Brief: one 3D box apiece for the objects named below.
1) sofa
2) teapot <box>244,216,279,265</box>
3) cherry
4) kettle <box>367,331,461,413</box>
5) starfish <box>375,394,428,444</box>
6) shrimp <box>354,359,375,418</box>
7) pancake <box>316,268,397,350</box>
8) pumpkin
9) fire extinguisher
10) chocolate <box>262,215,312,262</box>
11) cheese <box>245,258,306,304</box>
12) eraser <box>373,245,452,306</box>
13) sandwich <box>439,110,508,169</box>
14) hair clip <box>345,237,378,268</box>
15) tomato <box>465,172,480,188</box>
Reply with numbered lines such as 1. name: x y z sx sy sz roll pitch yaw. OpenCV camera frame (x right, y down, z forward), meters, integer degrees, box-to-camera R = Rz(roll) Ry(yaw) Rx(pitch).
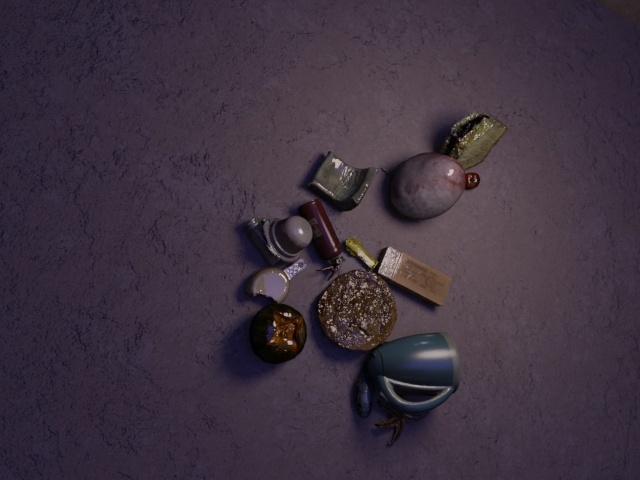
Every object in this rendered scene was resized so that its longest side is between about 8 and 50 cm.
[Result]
1. sofa: 0.092 -0.263 1.873 0.226 0.176 0.210 36 72 -9
2. teapot: -0.216 -0.006 1.782 0.107 0.077 0.200 -39 93 -40
3. cherry: 0.468 -0.240 1.924 0.327 0.335 0.291 -36 109 3
4. kettle: 0.368 0.534 1.759 0.343 0.246 0.319 -1 42 -10
5. starfish: 0.335 0.743 1.826 0.238 0.057 0.212 3 87 -13
6. shrimp: 0.186 0.610 1.796 0.090 0.079 0.232 10 73 -20
7. pancake: 0.157 0.292 1.821 0.357 0.065 0.355 4 63 -9
8. pumpkin: -0.166 0.357 1.683 0.238 0.159 0.237 19 59 -35
9. fire extinguisher: 0.000 0.000 1.834 0.148 0.106 0.336 -23 86 -14
10. chocolate: -0.113 -0.032 1.741 0.221 0.147 0.221 30 39 -29
11. cheese: -0.181 0.148 1.764 0.164 0.071 0.248 36 72 -9
12. eraser: 0.411 0.163 1.946 0.344 0.078 0.143 28 72 -10
13. sandwich: 0.697 -0.459 2.024 0.263 0.325 0.131 -24 69 -18
14. hair clip: 0.176 0.053 1.909 0.173 0.046 0.072 40 68 -8
15. tomato: 0.736 -0.293 2.138 0.088 0.075 0.087 -1 95 -13
